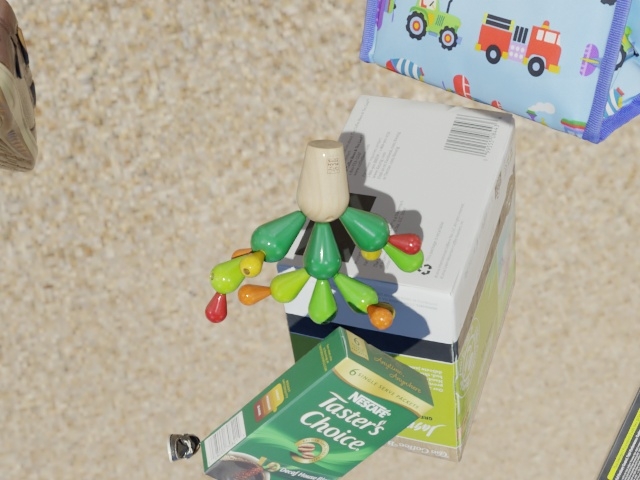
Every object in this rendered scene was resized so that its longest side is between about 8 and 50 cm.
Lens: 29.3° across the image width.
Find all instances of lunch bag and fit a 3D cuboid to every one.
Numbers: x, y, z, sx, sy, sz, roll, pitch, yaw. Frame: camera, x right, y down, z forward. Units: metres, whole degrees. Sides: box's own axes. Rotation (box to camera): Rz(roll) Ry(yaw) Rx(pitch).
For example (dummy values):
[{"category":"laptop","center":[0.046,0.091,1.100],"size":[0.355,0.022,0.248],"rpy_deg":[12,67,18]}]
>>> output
[{"category":"lunch bag","center":[0.157,-0.248,0.856],"size":[0.138,0.221,0.293],"rpy_deg":[-23,126,-40]}]

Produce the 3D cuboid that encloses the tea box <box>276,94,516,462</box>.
[{"category":"tea box","center":[0.114,0.046,1.581],"size":[0.219,0.329,0.324],"rpy_deg":[10,138,17]}]

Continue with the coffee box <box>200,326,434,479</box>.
[{"category":"coffee box","center":[-0.005,0.161,1.067],"size":[0.184,0.040,0.113],"rpy_deg":[-40,126,22]}]

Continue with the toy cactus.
[{"category":"toy cactus","center":[0.000,0.000,1.140],"size":[0.218,0.112,0.181],"rpy_deg":[-3,111,-11]}]

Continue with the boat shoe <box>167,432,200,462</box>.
[{"category":"boat shoe","center":[-0.222,0.335,1.986],"size":[0.038,0.046,0.125],"rpy_deg":[-5,171,4]}]

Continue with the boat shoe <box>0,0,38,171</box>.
[{"category":"boat shoe","center":[-0.356,-0.168,1.327],"size":[0.123,0.123,0.342],"rpy_deg":[15,165,-4]}]

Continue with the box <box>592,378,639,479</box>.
[{"category":"box","center":[0.423,0.255,1.336],"size":[0.216,0.060,0.270],"rpy_deg":[22,131,14]}]
